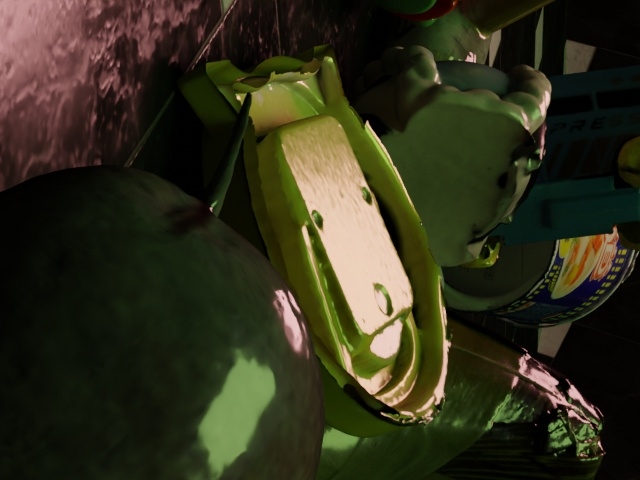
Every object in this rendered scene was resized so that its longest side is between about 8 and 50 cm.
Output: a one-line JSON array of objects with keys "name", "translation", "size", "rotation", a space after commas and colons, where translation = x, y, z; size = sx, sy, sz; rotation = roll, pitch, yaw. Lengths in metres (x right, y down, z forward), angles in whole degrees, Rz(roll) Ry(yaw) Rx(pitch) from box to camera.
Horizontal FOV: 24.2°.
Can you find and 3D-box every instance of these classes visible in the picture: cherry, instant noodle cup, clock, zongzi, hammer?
[{"name": "cherry", "translation": [-0.095, 0.079, 0.648], "size": [0.266, 0.183, 0.213], "rotation": [-55, 143, -24]}, {"name": "instant noodle cup", "translation": [0.236, -0.016, 1.858], "size": [0.312, 0.284, 0.284], "rotation": [-4, 100, -68]}, {"name": "clock", "translation": [-0.003, 0.003, 1.067], "size": [0.277, 0.071, 0.293], "rotation": [-11, 79, -65]}, {"name": "zongzi", "translation": [0.067, 0.173, 1.170], "size": [0.317, 0.289, 0.154], "rotation": [-55, 169, -55]}, {"name": "hammer", "translation": [0.195, -0.248, 1.521], "size": [0.113, 0.305, 0.202], "rotation": [42, 43, -27]}]

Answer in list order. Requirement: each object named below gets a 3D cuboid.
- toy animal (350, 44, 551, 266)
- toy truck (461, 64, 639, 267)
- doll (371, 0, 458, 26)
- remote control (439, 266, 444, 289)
[{"name": "toy animal", "translation": [0.108, -0.094, 1.400], "size": [0.156, 0.204, 0.208], "rotation": [-90, -166, -46]}, {"name": "toy truck", "translation": [0.251, -0.081, 1.611], "size": [0.161, 0.385, 0.162], "rotation": [70, 14, -58]}, {"name": "doll", "translation": [0.137, -0.354, 1.468], "size": [0.363, 0.160, 0.182], "rotation": [-69, 152, -49]}, {"name": "remote control", "translation": [0.070, 0.045, 1.505], "size": [0.087, 0.047, 0.244], "rotation": [66, 23, -1]}]
